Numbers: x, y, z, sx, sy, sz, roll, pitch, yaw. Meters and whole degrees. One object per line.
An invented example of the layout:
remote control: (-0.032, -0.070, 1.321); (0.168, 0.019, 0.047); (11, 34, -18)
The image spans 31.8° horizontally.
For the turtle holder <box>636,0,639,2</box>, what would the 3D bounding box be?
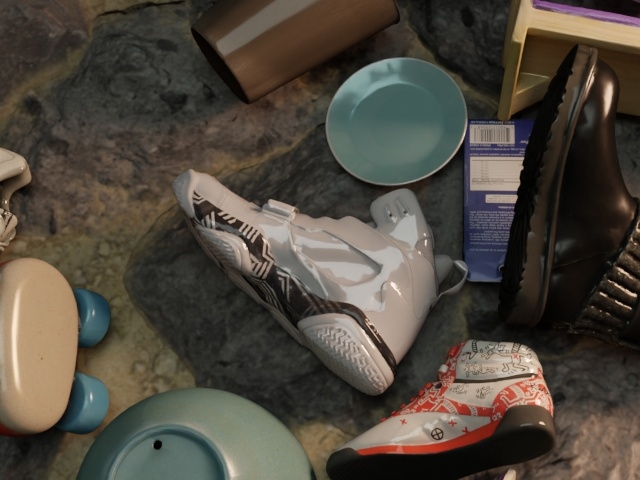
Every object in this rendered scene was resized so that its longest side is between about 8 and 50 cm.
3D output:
turtle holder: (0.485, -0.382, 1.429); (0.243, 0.320, 0.227); (-42, 50, 4)

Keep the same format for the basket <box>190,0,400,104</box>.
basket: (-0.044, -0.297, 1.491); (0.227, 0.154, 0.204); (-39, 69, -6)

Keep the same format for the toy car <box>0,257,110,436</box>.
toy car: (-0.413, 0.142, 1.349); (0.238, 0.219, 0.210); (-16, 65, 29)

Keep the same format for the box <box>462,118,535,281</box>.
box: (0.248, -0.047, 1.425); (0.136, 0.036, 0.225); (2, 67, 5)

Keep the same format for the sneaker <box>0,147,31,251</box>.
sneaker: (-0.460, 0.002, 1.434); (0.118, 0.110, 0.292); (14, 71, 0)

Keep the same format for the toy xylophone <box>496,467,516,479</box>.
toy xylophone: (0.304, 0.380, 1.178); (0.322, 0.236, 0.081); (22, 117, 7)

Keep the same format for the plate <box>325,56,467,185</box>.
plate: (0.100, -0.154, 1.479); (0.188, 0.024, 0.188); (-5, 68, 11)

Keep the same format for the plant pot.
plant pot: (-0.150, 0.288, 1.243); (0.290, 0.195, 0.290); (-1, 68, 4)

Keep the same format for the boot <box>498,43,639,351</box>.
boot: (0.364, -0.036, 1.310); (0.260, 0.131, 0.348); (10, 96, -2)

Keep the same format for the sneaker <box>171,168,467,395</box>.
sneaker: (0.000, 0.000, 1.379); (0.366, 0.137, 0.210); (42, 77, 13)

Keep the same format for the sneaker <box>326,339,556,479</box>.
sneaker: (0.137, 0.204, 1.318); (0.270, 0.090, 0.145); (-17, 41, 17)

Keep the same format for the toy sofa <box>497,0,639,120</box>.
toy sofa: (0.410, -0.231, 1.406); (0.362, 0.150, 0.177); (12, 58, 9)
